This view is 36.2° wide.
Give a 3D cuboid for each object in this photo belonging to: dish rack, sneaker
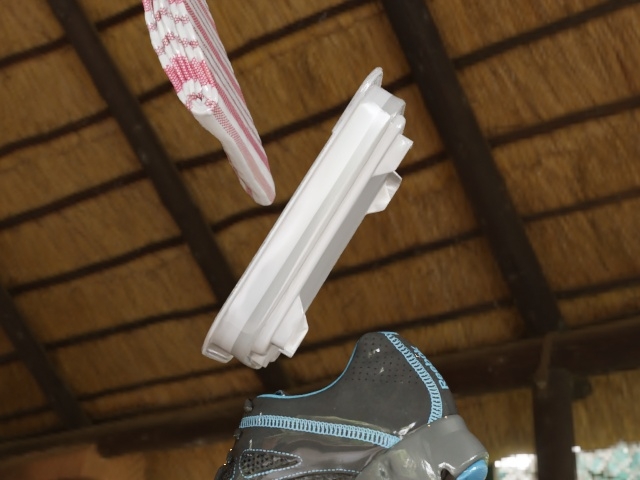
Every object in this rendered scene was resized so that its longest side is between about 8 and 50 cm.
[{"bbox_3d":[0.000,0.000,1.043,0.072,0.332,0.285,32,-8,5],"label":"dish rack"},{"bbox_3d":[-0.036,0.203,0.775,0.341,0.139,0.125,-33,-28,13],"label":"sneaker"}]

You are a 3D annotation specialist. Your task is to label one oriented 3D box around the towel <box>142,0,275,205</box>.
[{"bbox_3d":[-0.080,-0.122,0.567,0.029,0.197,0.144,-23,-20,4],"label":"towel"}]
